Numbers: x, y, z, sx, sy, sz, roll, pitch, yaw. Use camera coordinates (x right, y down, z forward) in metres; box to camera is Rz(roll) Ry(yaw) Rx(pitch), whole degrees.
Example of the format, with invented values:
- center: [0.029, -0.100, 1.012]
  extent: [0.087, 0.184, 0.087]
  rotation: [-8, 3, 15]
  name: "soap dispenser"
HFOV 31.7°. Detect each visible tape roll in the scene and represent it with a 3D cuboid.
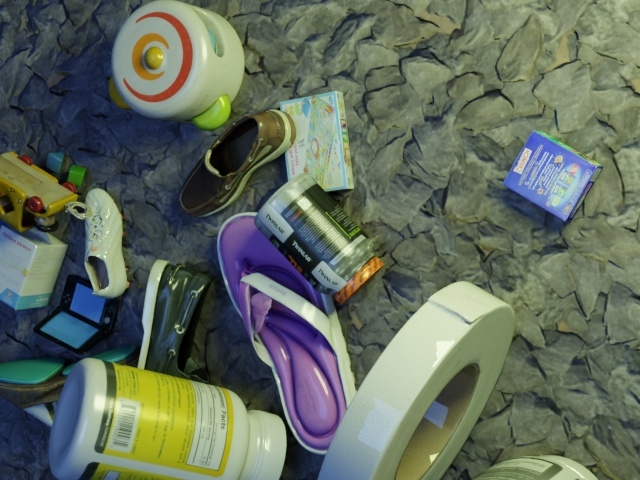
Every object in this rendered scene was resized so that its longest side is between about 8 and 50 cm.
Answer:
- center: [0.132, 0.237, 1.524]
  extent: [0.072, 0.392, 0.392]
  rotation: [30, 104, 24]
  name: "tape roll"

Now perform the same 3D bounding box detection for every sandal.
- center: [-0.053, 0.138, 1.775]
  extent: [0.169, 0.102, 0.416]
  rotation: [-32, 77, 24]
  name: "sandal"

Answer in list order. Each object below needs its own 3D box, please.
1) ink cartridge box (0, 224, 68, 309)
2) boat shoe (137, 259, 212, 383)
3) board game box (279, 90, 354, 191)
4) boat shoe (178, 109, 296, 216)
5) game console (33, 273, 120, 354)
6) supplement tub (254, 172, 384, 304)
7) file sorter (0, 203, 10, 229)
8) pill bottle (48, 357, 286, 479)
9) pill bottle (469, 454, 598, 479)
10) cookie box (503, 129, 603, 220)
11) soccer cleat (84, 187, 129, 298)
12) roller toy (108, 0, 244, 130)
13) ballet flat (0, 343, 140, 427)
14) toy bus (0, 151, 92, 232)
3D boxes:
- center: [-0.526, 0.038, 2.021]
  extent: [0.092, 0.090, 0.143]
  rotation: [28, 103, 23]
  name: "ink cartridge box"
- center: [-0.237, 0.206, 1.865]
  extent: [0.113, 0.127, 0.340]
  rotation: [8, 93, 5]
  name: "boat shoe"
- center: [-0.006, -0.151, 1.785]
  extent: [0.103, 0.026, 0.154]
  rotation: [-7, 88, 27]
  name: "board game box"
- center: [-0.157, -0.126, 1.811]
  extent: [0.257, 0.095, 0.095]
  rotation: [-42, 69, 30]
  name: "boat shoe"
- center: [-0.428, 0.129, 1.984]
  extent: [0.122, 0.071, 0.107]
  rotation: [22, 101, 24]
  name: "game console"
- center: [0.000, 0.000, 1.726]
  extent: [0.190, 0.117, 0.117]
  rotation: [47, 111, 6]
  name: "supplement tub"
- center: [-0.628, 0.013, 2.059]
  extent: [0.104, 0.118, 0.170]
  rotation: [20, 100, 28]
  name: "file sorter"
- center: [-0.231, 0.305, 1.738]
  extent: [0.188, 0.334, 0.188]
  rotation: [-45, 36, 46]
  name: "pill bottle"
- center: [0.260, 0.399, 1.475]
  extent: [0.210, 0.363, 0.210]
  rotation: [0, 91, 27]
  name: "pill bottle"
- center: [0.330, -0.093, 1.606]
  extent: [0.107, 0.040, 0.092]
  rotation: [34, 106, 22]
  name: "cookie box"
- center: [-0.378, 0.004, 1.952]
  extent: [0.068, 0.076, 0.196]
  rotation: [-14, 84, 27]
  name: "soccer cleat"
- center: [-0.237, -0.289, 1.832]
  extent: [0.209, 0.146, 0.191]
  rotation: [18, 99, 26]
  name: "roller toy"
- center: [-0.439, 0.264, 1.984]
  extent: [0.342, 0.116, 0.124]
  rotation: [-10, 105, 25]
  name: "ballet flat"
- center: [-0.505, -0.066, 1.948]
  extent: [0.202, 0.191, 0.104]
  rotation: [-113, 37, -51]
  name: "toy bus"
